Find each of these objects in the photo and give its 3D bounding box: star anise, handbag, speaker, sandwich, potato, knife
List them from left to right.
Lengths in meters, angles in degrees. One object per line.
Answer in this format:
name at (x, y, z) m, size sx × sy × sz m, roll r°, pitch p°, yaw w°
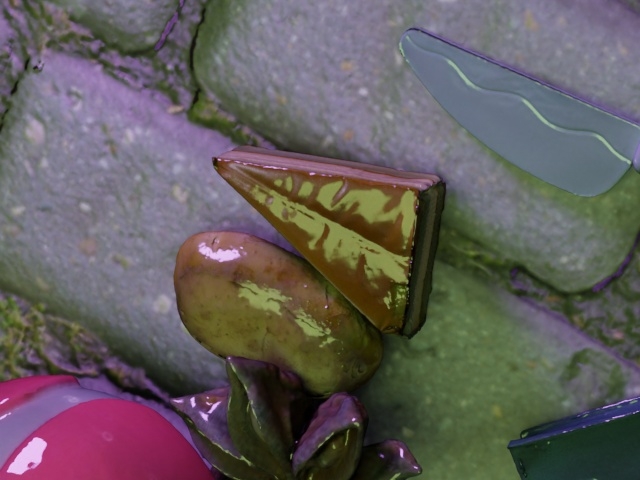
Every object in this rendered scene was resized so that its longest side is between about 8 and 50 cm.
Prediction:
speaker at (-0.203, 0.245, 1.360) m, size 0.294 × 0.294 × 0.294 m, roll 4°, pitch 102°, yaw 19°
potato at (-0.032, 0.055, 1.347) m, size 0.170 × 0.080 × 0.107 m, roll 22°, pitch 124°, yaw 11°
star anise at (-0.022, 0.158, 1.335) m, size 0.196 × 0.073 × 0.212 m, roll 22°, pitch 145°, yaw 10°
sandwich at (0.000, 0.000, 1.327) m, size 0.163 × 0.079 × 0.114 m, roll 10°, pitch 103°, yaw 16°
knife at (0.198, -0.065, 1.272) m, size 0.331 × 0.044 × 0.080 m, roll 21°, pitch 114°, yaw 21°
handbag at (0.240, 0.225, 1.302) m, size 0.179 × 0.062 × 0.229 m, roll -20°, pitch 94°, yaw 25°
